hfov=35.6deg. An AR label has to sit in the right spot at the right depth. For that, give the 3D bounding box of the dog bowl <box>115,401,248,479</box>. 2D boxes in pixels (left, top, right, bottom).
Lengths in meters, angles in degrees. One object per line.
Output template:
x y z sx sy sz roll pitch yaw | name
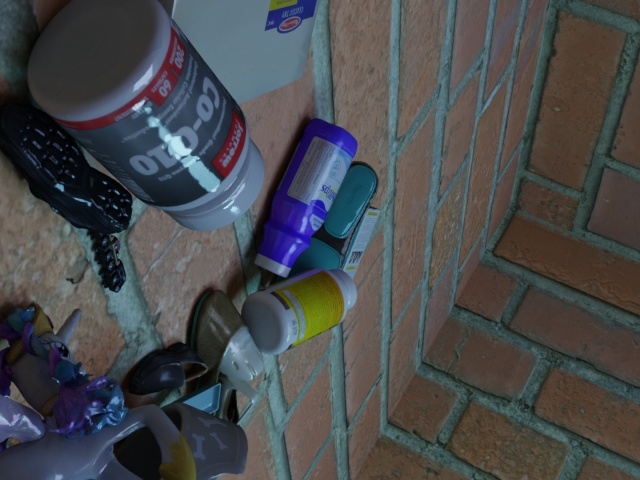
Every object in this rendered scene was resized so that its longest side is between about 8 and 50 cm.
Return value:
-0.257 0.391 1.467 0.349 0.102 0.349 -45 -163 19 | dog bowl

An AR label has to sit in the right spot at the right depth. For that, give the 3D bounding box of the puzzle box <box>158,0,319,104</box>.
-0.108 -0.310 1.333 0.409 0.052 0.272 -36 145 -57 | puzzle box

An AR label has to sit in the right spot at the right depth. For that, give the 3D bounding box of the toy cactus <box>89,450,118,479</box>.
-0.351 0.294 1.385 0.219 0.112 0.181 -11 104 -65 | toy cactus

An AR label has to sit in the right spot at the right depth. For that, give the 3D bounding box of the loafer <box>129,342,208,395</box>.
-0.242 0.211 1.599 0.170 0.061 0.062 -29 141 -60 | loafer

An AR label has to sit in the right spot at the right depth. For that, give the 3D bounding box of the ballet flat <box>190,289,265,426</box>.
-0.164 0.239 1.755 0.116 0.124 0.342 -42 150 -50 | ballet flat

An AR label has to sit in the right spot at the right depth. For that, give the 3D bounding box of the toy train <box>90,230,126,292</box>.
-0.277 0.012 1.307 0.036 0.027 0.158 -58 161 -34 | toy train

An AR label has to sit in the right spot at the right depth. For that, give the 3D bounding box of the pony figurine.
-0.323 0.254 1.083 0.351 0.363 0.303 -33 154 -32 | pony figurine

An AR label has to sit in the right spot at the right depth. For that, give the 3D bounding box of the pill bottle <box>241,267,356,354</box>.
-0.033 0.120 1.800 0.215 0.117 0.117 -22 135 -45 | pill bottle

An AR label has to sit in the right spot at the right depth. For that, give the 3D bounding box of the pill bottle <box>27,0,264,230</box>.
-0.177 -0.132 1.102 0.161 0.161 0.283 -61 148 -14 | pill bottle

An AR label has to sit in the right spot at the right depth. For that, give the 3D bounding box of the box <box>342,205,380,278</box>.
0.048 0.033 2.187 0.244 0.060 0.100 -68 161 7 | box

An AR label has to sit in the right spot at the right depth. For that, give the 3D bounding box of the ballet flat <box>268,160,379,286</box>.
0.000 0.000 1.958 0.349 0.123 0.123 -60 161 -11 | ballet flat

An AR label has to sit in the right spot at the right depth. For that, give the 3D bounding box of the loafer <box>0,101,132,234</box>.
-0.291 -0.070 1.087 0.223 0.078 0.076 50 38 -53 | loafer

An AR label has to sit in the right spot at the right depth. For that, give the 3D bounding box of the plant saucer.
-0.249 0.296 1.668 0.192 0.018 0.067 -23 138 -36 | plant saucer

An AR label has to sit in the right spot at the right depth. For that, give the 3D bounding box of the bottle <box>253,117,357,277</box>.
-0.031 -0.073 1.781 0.283 0.092 0.118 -65 159 -3 | bottle
